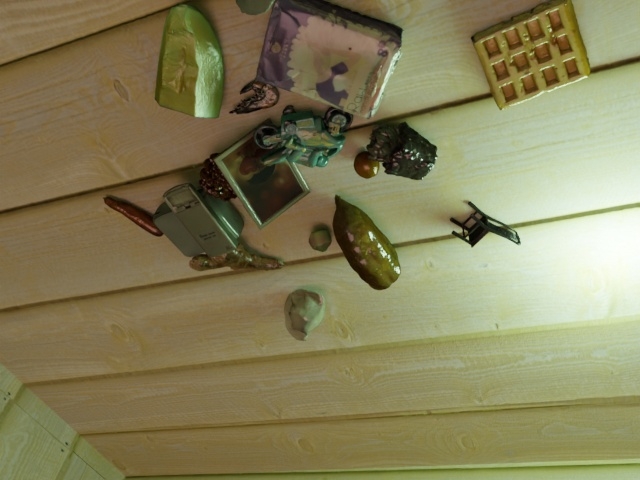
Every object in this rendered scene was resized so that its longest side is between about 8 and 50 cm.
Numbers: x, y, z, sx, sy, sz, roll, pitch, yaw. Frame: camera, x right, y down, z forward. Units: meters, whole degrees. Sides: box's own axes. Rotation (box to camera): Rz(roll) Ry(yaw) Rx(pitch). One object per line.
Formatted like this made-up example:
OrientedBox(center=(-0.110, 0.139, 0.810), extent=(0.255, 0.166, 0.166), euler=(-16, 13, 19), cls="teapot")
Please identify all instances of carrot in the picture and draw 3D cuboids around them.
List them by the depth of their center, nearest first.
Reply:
OrientedBox(center=(-0.660, -0.089, 2.076), extent=(0.248, 0.059, 0.059), euler=(32, 130, -14), cls="carrot")

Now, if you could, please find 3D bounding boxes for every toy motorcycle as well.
OrientedBox(center=(-0.044, -0.298, 1.729), extent=(0.297, 0.109, 0.198), euler=(-9, 131, 3), cls="toy motorcycle")

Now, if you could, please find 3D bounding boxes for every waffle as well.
OrientedBox(center=(0.537, -0.469, 1.486), extent=(0.248, 0.055, 0.221), euler=(-19, 125, 25), cls="waffle")

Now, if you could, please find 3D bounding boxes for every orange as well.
OrientedBox(center=(0.140, -0.229, 1.771), extent=(0.085, 0.085, 0.085), euler=(6, 132, 6), cls="orange")

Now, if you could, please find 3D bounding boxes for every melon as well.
OrientedBox(center=(-0.361, -0.495, 1.602), extent=(0.196, 0.124, 0.323), euler=(13, 127, -2), cls="melon")

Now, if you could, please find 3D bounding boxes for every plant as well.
OrientedBox(center=(0.232, -0.258, 1.689), extent=(0.195, 0.132, 0.129), euler=(21, 130, -14), cls="plant")

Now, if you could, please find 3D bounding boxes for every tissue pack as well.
OrientedBox(center=(0.023, -0.486, 1.529), extent=(0.344, 0.125, 0.242), euler=(17, 132, -7), cls="tissue pack")

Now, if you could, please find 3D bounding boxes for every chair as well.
OrientedBox(center=(0.530, -0.023, 1.876), extent=(0.212, 0.084, 0.101), euler=(30, 127, -17), cls="chair")

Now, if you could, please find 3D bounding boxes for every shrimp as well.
OrientedBox(center=(-0.200, -0.416, 1.705), extent=(0.161, 0.034, 0.091), euler=(-17, 115, 17), cls="shrimp")

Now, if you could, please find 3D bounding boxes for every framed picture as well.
OrientedBox(center=(-0.175, -0.199, 1.810), extent=(0.211, 0.020, 0.289), euler=(-38, 126, -12), cls="framed picture")

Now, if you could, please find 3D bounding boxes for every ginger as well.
OrientedBox(center=(-0.296, 0.068, 2.099), extent=(0.334, 0.081, 0.148), euler=(9, 125, -25), cls="ginger")

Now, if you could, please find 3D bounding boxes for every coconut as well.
OrientedBox(center=(0.000, 0.000, 2.007), extent=(0.083, 0.082, 0.081), euler=(-19, 92, 15), cls="coconut")

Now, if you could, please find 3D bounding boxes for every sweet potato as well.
OrientedBox(center=(0.137, 0.009, 1.938), extent=(0.158, 0.157, 0.369), euler=(-21, 125, 27), cls="sweet potato")

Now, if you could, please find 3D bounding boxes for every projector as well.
OrientedBox(center=(-0.419, -0.069, 2.009), extent=(0.250, 0.108, 0.198), euler=(-19, 126, 28), cls="projector")

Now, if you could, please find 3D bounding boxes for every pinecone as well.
OrientedBox(center=(-0.307, -0.200, 1.837), extent=(0.174, 0.173, 0.173), euler=(6, 132, 6), cls="pinecone")

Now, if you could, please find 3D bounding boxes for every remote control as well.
OrientedBox(center=(-0.391, -0.065, 1.911), extent=(0.123, 0.038, 0.285), euler=(-20, 123, 25), cls="remote control")

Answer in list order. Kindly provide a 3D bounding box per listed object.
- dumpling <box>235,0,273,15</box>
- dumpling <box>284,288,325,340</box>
OrientedBox(center=(-0.137, -0.704, 1.324), extent=(0.270, 0.212, 0.320), euler=(28, 161, 37), cls="dumpling")
OrientedBox(center=(-0.068, 0.270, 2.251), extent=(0.166, 0.126, 0.215), euler=(35, 145, 16), cls="dumpling")
